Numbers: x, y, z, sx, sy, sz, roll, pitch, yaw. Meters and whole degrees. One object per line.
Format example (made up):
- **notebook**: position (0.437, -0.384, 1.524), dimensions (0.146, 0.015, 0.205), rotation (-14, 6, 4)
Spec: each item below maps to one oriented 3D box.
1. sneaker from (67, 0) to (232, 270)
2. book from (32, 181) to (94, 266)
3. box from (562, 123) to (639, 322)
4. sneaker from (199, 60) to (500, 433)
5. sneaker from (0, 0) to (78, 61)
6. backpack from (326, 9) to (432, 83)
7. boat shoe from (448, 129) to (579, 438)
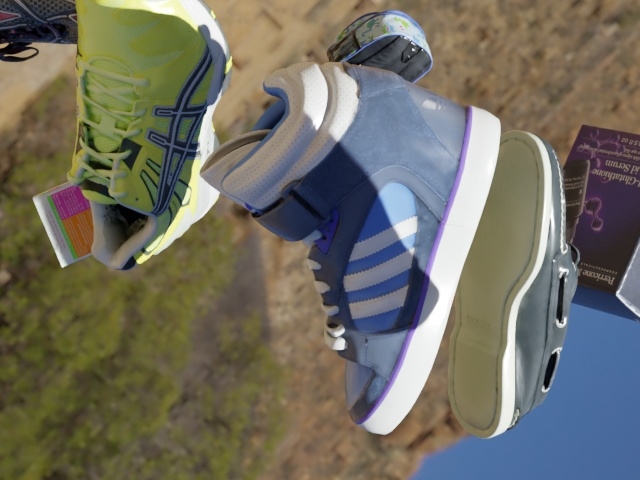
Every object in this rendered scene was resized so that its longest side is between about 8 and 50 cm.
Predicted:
- **sneaker**: position (-0.176, -0.114, 1.527), dimensions (0.147, 0.145, 0.385), rotation (-58, 156, -34)
- **book**: position (-0.275, -0.039, 1.957), dimensions (0.144, 0.096, 0.035), rotation (-22, -171, -4)
- **box**: position (0.362, -0.020, 1.892), dimensions (0.153, 0.108, 0.207), rotation (15, -104, 44)
- **sneaker**: position (0.000, 0.000, 1.355), dimensions (0.130, 0.236, 0.323), rotation (-93, -160, -66)
- **sneaker**: position (-0.335, -0.226, 1.608), dimensions (0.121, 0.299, 0.112), rotation (70, 29, -71)
- **backpack**: position (0.076, -0.236, 1.956), dimensions (0.114, 0.105, 0.084), rotation (-32, -135, 28)
- **boat shoe**: position (0.219, 0.044, 1.656), dimensions (0.113, 0.340, 0.127), rotation (-10, -160, -35)
